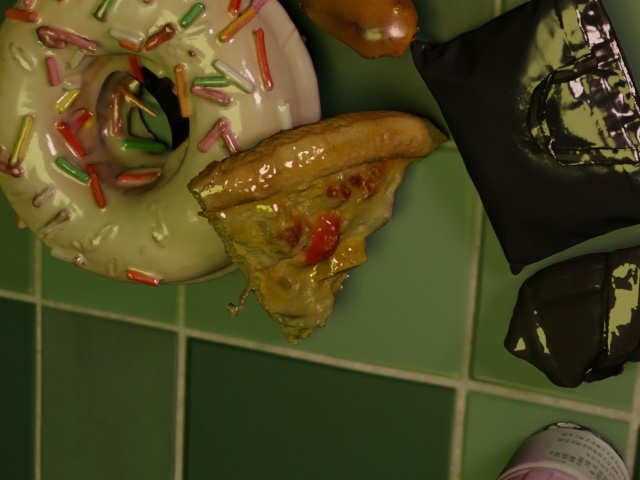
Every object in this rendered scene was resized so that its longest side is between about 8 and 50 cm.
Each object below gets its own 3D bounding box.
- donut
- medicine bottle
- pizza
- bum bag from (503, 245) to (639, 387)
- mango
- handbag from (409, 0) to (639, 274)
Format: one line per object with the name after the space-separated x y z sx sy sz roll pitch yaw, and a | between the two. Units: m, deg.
-0.180 -0.125 1.744 0.383 0.142 0.382 6 108 19 | donut
0.226 0.270 1.678 0.135 0.168 0.135 6 107 21 | medicine bottle
0.000 0.000 1.703 0.075 0.280 0.287 47 149 38 | pizza
0.327 0.065 1.625 0.326 0.080 0.142 -17 99 24 | bum bag
0.039 -0.222 1.662 0.127 0.077 0.063 26 138 28 | mango
0.218 -0.105 1.617 0.211 0.089 0.254 -19 101 36 | handbag
